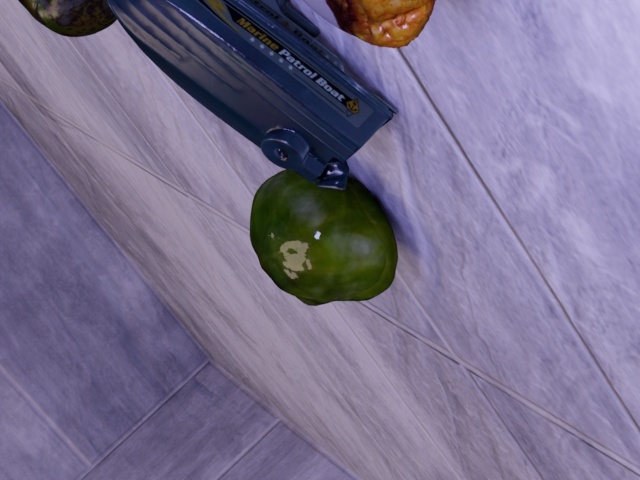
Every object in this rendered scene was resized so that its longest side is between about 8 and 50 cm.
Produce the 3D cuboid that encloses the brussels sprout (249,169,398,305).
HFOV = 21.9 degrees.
[{"bbox_3d":[0.000,-0.005,1.727,0.161,0.144,0.181,15,168,-23],"label":"brussels sprout"}]

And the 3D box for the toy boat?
[{"bbox_3d":[-0.073,-0.172,1.444,0.296,0.122,0.114,39,149,-10],"label":"toy boat"}]

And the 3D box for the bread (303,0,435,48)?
[{"bbox_3d":[-0.009,-0.246,1.077,0.269,0.095,0.139,60,168,8],"label":"bread"}]

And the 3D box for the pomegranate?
[{"bbox_3d":[-0.274,-0.283,1.828,0.138,0.125,0.163,32,167,12],"label":"pomegranate"}]
